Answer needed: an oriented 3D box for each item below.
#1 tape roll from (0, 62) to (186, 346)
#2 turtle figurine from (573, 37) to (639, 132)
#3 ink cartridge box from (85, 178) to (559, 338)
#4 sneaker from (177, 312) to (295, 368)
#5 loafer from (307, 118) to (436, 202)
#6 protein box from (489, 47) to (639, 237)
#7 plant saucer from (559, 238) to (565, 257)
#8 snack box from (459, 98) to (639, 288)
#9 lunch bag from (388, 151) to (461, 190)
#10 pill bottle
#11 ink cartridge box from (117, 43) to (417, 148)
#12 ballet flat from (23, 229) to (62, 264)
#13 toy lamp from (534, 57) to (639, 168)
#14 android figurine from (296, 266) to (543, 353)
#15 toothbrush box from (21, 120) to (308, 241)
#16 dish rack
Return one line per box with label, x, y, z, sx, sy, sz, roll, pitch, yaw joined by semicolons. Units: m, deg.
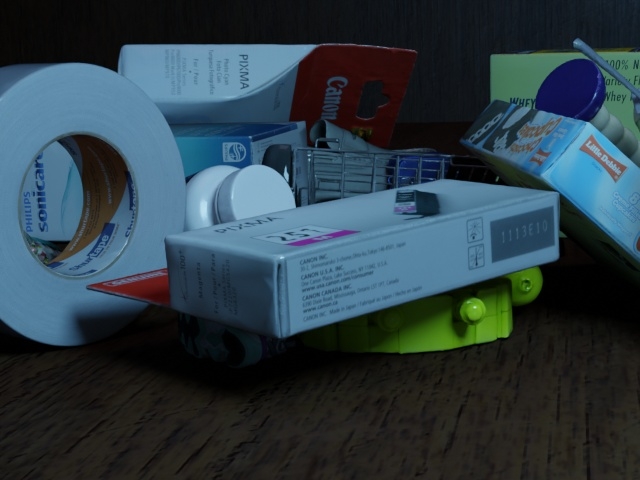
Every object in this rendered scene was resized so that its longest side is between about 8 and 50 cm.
tape roll;-0.209;-0.029;1.101;0.072;0.219;0.219;6;12;42
turtle figurine;0.384;-0.111;1.214;0.197;0.275;0.266;-29;2;22
ink cartridge box;0.000;0.000;1.040;0.275;0.060;0.239;-13;16;-39
sneaker;-0.057;0.069;1.043;0.069;0.038;0.098;-7;20;-38
loafer;0.018;-0.107;1.878;0.319;0.112;0.112;-6;10;-24
protein box;0.299;-0.111;1.564;0.199;0.201;0.136;1;10;19
plant saucer;0.131;-0.008;1.325;0.199;0.037;0.200;5;-4;0
snack box;0.232;-0.033;1.201;0.187;0.060;0.322;40;3;-10
lunch bag;0.133;-0.080;1.824;0.098;0.067;0.065;-5;9;-15
pill bottle;-0.100;-0.013;1.234;0.094;0.094;0.169;-10;-6;-42
ink cartridge box;-0.077;-0.157;1.907;0.384;0.091;0.308;1;-21;-5
ballet flat;-0.282;0.021;1.200;0.091;0.077;0.241;-2;-15;10
toy lamp;0.308;-0.071;1.344;0.274;0.080;0.080;34;-15;-36
android figurine;0.054;0.041;1.136;0.248;0.056;0.273;-3;7;-9
toothbrush box;-0.183;-0.072;1.665;0.295;0.126;0.216;0;9;17
dish rack;0.069;-0.046;1.456;0.271;0.074;0.208;3;-10;2
